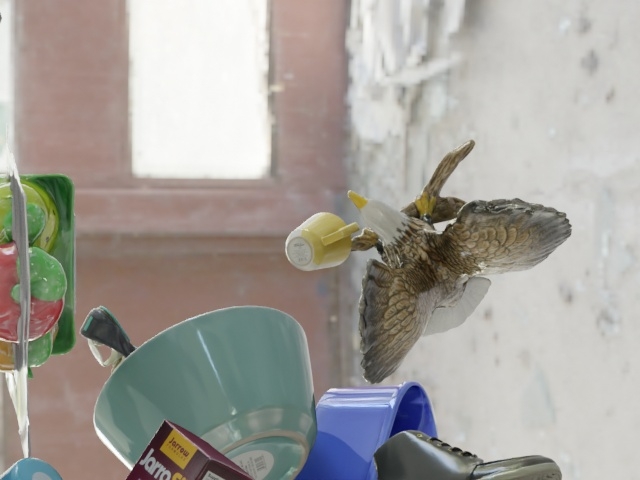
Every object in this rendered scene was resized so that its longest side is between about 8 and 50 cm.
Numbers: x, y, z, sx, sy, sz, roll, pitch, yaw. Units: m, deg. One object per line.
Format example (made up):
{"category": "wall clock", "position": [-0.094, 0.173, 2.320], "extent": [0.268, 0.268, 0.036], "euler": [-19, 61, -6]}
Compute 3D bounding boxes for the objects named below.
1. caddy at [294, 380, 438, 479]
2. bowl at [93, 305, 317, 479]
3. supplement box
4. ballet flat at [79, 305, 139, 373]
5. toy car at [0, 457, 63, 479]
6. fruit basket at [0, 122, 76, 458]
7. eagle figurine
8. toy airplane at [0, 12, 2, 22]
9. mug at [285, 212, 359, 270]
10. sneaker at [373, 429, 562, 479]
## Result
{"category": "caddy", "position": [0.087, 0.361, 2.037], "extent": [0.341, 0.179, 0.241], "euler": [-69, -32, -42]}
{"category": "bowl", "position": [-0.127, 0.249, 1.879], "extent": [0.163, 0.311, 0.311], "euler": [58, 145, 36]}
{"category": "supplement box", "position": [-0.170, 0.305, 1.529], "extent": [0.104, 0.081, 0.188], "euler": [28, 84, 49]}
{"category": "ballet flat", "position": [-0.330, 0.188, 2.329], "extent": [0.203, 0.074, 0.074], "euler": [53, -171, -42]}
{"category": "toy car", "position": [-0.426, 0.242, 1.529], "extent": [0.219, 0.210, 0.238], "euler": [-40, 52, 24]}
{"category": "fruit basket", "position": [-0.347, 0.055, 1.665], "extent": [0.353, 0.165, 0.327], "euler": [-143, 53, -63]}
{"category": "eagle figurine", "position": [0.115, 0.024, 1.468], "extent": [0.298, 0.225, 0.226], "euler": [-127, 46, -68]}
{"category": "toy airplane", "position": [-0.412, -0.235, 1.196], "extent": [0.384, 0.272, 0.386], "euler": [-51, 18, 13]}
{"category": "mug", "position": [-0.004, 0.000, 1.562], "extent": [0.062, 0.064, 0.078], "euler": [39, 118, 16]}
{"category": "sneaker", "position": [0.166, 0.264, 1.662], "extent": [0.083, 0.222, 0.118], "euler": [65, -168, -47]}
